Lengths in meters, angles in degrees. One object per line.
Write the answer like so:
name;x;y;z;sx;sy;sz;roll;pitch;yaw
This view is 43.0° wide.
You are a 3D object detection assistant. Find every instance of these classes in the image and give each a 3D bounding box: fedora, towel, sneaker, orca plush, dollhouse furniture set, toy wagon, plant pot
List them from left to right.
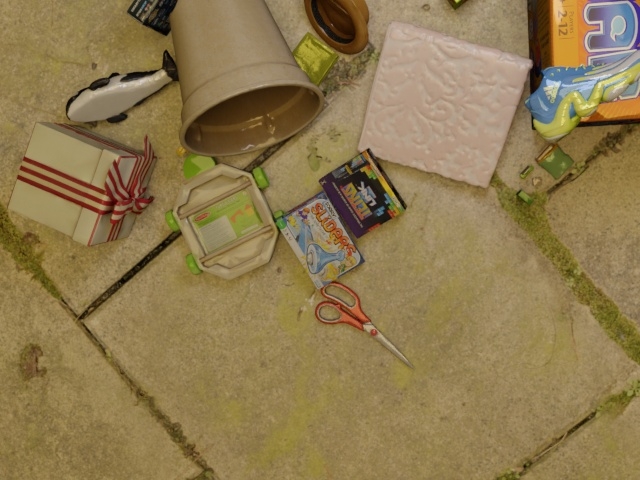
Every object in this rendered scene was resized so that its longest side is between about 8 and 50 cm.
orca plush;-0.488;-0.386;1.964;0.287;0.151;0.102;-31;60;12
toy wagon;-0.242;-0.083;1.978;0.267;0.068;0.344;-25;91;8
plant pot;-0.193;-0.398;1.828;0.334;0.334;0.305;-20;76;9
towel;-0.064;-0.377;1.950;0.102;0.021;0.237;38;99;1
fedora;0.051;-0.527;1.873;0.194;0.194;0.079;45;63;1
towel;0.277;-0.308;1.859;0.332;0.053;0.316;18;113;8
dollhouse furniture set;0.516;-0.154;1.880;0.076;0.058;0.151;42;99;1
sneaker;0.482;-0.294;1.495;0.240;0.091;0.126;-40;88;11

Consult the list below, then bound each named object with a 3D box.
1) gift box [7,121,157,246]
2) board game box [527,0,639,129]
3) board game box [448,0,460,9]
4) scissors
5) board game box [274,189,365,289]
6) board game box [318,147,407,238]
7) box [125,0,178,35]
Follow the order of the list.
gift box;-0.542;-0.148;1.916;0.258;0.255;0.276;24;104;6
board game box;0.634;-0.424;1.687;0.356;0.356;0.356;-3;95;8
board game box;0.368;-0.603;1.837;0.181;0.092;0.043;-37;91;9
scissors;0.122;0.205;1.983;0.297;0.021;0.109;28;96;5
board game box;0.000;0.000;1.935;0.136;0.035;0.201;-32;108;2
board game box;0.100;-0.111;1.920;0.141;0.048;0.170;-32;98;19
box;-0.343;-0.590;1.886;0.051;0.175;0.220;37;100;3
